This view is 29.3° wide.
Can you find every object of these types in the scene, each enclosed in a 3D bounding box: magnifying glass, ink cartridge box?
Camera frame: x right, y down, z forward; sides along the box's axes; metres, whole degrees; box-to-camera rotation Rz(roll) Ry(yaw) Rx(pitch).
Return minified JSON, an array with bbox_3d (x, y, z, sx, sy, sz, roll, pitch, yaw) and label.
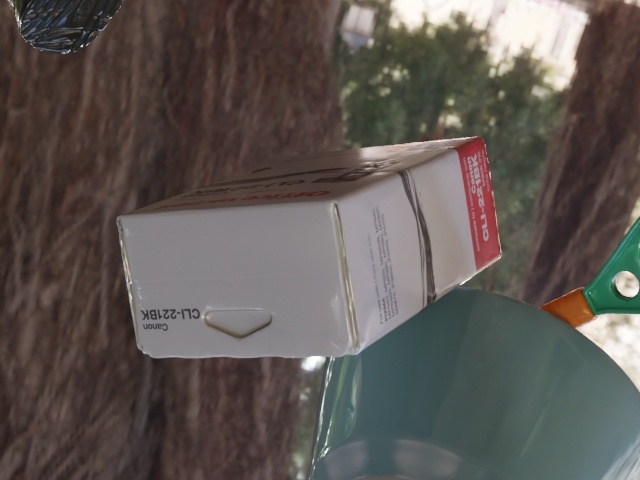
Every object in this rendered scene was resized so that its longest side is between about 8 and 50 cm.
[{"bbox_3d":[0.233,0.039,0.963,0.026,0.231,0.092,-17,-102,-54],"label":"magnifying glass"},{"bbox_3d":[0.000,0.000,0.979,0.197,0.114,0.273,-3,-168,30],"label":"ink cartridge box"}]

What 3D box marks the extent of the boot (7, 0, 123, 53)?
[{"bbox_3d":[-0.153,-0.263,0.858,0.083,0.246,0.161,28,-154,-55],"label":"boot"}]

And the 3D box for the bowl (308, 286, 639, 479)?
[{"bbox_3d":[0.114,0.207,1.027,0.311,0.312,0.163,21,-138,14],"label":"bowl"}]
